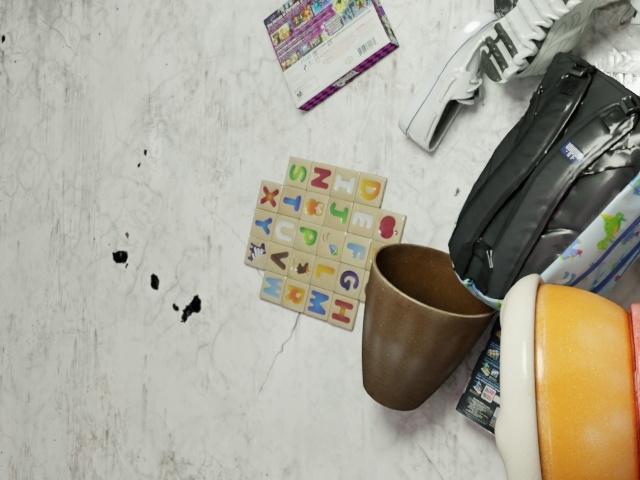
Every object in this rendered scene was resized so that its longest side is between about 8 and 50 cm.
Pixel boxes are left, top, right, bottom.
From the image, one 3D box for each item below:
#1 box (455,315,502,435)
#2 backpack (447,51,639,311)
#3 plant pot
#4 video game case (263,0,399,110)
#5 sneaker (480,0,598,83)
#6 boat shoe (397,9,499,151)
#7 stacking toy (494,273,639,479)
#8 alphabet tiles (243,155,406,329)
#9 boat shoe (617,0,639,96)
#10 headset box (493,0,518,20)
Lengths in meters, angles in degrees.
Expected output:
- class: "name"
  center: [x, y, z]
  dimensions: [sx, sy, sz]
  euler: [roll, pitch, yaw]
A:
- class: "box"
  center: [0.341, 0.244, 1.461]
  dimensions: [0.220, 0.051, 0.175]
  euler: [29, 103, 34]
- class: "backpack"
  center: [0.352, -0.044, 1.365]
  dimensions: [0.355, 0.273, 0.290]
  euler: [-47, 45, 5]
- class: "plant pot"
  center: [0.152, 0.156, 1.528]
  dimensions: [0.215, 0.215, 0.230]
  euler: [36, 121, 32]
- class: "video game case"
  center: [0.015, -0.392, 1.758]
  dimensions: [0.232, 0.041, 0.210]
  euler: [-32, 68, 29]
- class: "sneaker"
  center: [0.363, -0.352, 1.413]
  dimensions: [0.292, 0.118, 0.110]
  euler: [-50, 49, 50]
- class: "boat shoe"
  center: [0.233, -0.263, 1.565]
  dimensions: [0.084, 0.095, 0.258]
  euler: [47, 127, 19]
- class: "stacking toy"
  center: [0.466, 0.202, 1.124]
  dimensions: [0.479, 0.350, 0.351]
  euler: [-5, 83, 19]
- class: "alphabet tiles"
  center: [0.000, 0.000, 1.752]
  dimensions: [0.342, 0.011, 0.285]
  euler: [16, 95, 35]
- class: "boat shoe"
  center: [0.501, -0.347, 1.368]
  dimensions: [0.156, 0.135, 0.367]
  euler: [0, 93, 48]
- class: "headset box"
  center: [0.321, -0.381, 1.544]
  dimensions: [0.062, 0.032, 0.083]
  euler: [-5, 84, 36]
